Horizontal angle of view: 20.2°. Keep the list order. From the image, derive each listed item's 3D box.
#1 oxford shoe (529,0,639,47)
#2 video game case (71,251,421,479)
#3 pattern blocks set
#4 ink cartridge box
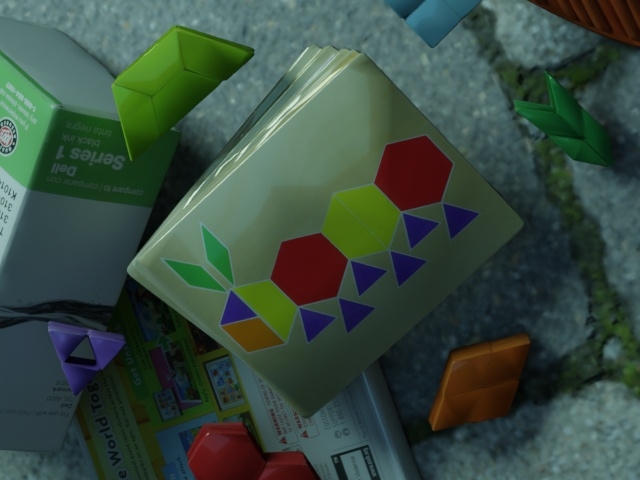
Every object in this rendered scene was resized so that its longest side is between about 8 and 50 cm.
[{"bbox_3d":[0.208,-0.175,0.906,0.363,0.130,0.133,17,71,28],"label":"oxford shoe"},{"bbox_3d":[-0.055,0.107,1.091,0.206,0.026,0.227,-20,90,24],"label":"video game case"},{"bbox_3d":[0.000,0.000,0.991,0.325,0.026,0.285,-34,105,8],"label":"pattern blocks set"},{"bbox_3d":[-0.190,-0.005,1.067,0.160,0.092,0.219,39,112,45],"label":"ink cartridge box"}]
